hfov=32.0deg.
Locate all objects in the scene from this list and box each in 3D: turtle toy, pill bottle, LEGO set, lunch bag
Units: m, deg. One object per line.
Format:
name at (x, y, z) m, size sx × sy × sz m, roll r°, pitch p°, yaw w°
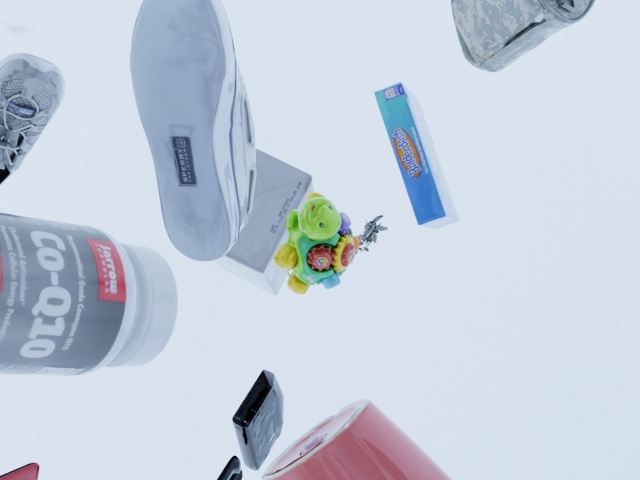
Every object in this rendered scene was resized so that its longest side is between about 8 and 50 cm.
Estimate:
turtle toy at (0.000, 0.000, 1.163) m, size 0.066 × 0.130 × 0.095 m, roll 16°, pitch 63°, yaw 26°
pill bottle at (-0.292, 0.057, 1.140) m, size 0.161 × 0.283 × 0.161 m, roll -7°, pitch 80°, yaw 39°
LEGO set at (0.058, -0.008, 1.427) m, size 0.083 × 0.023 × 0.054 m, roll -44°, pitch 18°, yaw 45°
lunch bag at (0.398, -0.485, 2.155) m, size 0.305 × 0.212 × 0.256 m, roll -30°, pitch 47°, yaw 61°

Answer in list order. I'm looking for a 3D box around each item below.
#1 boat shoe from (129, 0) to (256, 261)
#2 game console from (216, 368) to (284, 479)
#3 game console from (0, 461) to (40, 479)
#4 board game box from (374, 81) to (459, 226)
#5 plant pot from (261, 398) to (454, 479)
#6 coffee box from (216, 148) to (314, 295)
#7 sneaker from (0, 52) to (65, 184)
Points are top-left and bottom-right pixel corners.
boat shoe at (-0.105, -0.112, 0.983) m, size 0.095 × 0.084 × 0.258 m, roll 11°, pitch 119°, yaw 17°
game console at (-0.171, 0.434, 2.146) m, size 0.044 × 0.213 × 0.361 m, roll 22°, pitch 59°, yaw 18°
game console at (-0.378, 0.282, 1.164) m, size 0.124 × 0.144 × 0.085 m, roll 3°, pitch 105°, yaw 45°
board game box at (0.148, -0.124, 1.698) m, size 0.047 × 0.160 × 0.210 m, roll -19°, pitch 83°, yaw 13°
plant pot at (0.061, 0.379, 1.593) m, size 0.275 × 0.275 × 0.243 m, roll -36°, pitch 91°, yaw 42°
coffee box at (-0.094, -0.024, 1.793) m, size 0.168 × 0.119 × 0.297 m, roll -63°, pitch -6°, yaw -8°
sneaker at (-0.446, -0.156, 1.621) m, size 0.281 × 0.105 × 0.115 m, roll -50°, pitch 31°, yaw 45°
